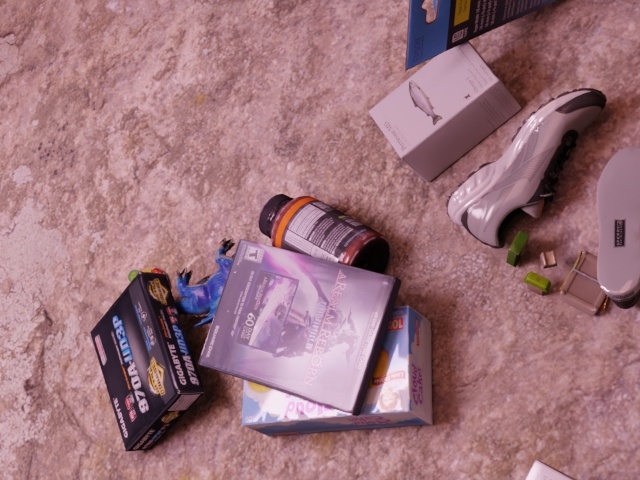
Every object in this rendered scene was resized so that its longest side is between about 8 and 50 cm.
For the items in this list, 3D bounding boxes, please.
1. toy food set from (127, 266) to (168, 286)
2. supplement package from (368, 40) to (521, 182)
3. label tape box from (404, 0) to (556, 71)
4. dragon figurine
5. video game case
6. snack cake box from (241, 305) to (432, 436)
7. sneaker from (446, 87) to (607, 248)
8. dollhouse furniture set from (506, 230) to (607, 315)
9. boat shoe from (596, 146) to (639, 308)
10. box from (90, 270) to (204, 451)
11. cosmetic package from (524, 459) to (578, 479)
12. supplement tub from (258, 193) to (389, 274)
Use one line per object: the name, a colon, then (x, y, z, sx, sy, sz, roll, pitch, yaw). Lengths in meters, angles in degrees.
toy food set: (-0.283, 0.082, 2.051, 0.082, 0.020, 0.083, -8, 68, 26)
supplement package: (0.182, -0.191, 1.855, 0.179, 0.105, 0.105, -39, 59, 10)
label tape box: (0.236, -0.407, 1.752, 0.333, 0.241, 0.106, -26, 59, -16)
dragon figurine: (-0.150, 0.097, 1.936, 0.289, 0.085, 0.144, -34, 59, 12)
video game case: (-0.033, 0.118, 1.791, 0.274, 0.026, 0.196, 13, 81, 34)
snack cake box: (0.023, 0.190, 1.806, 0.264, 0.089, 0.152, -9, 67, 26)
sneaker: (0.304, -0.101, 1.770, 0.271, 0.100, 0.108, -47, 65, 12)
dollhouse furniture set: (0.329, 0.045, 1.737, 0.151, 0.058, 0.076, 27, 78, 14)
boat shoe: (0.407, -0.017, 1.687, 0.077, 0.070, 0.219, 3, 68, 26)
box: (-0.269, 0.185, 1.947, 0.175, 0.051, 0.220, -47, 53, 37)
cosmetic package: (0.313, 0.375, 1.523, 0.151, 0.183, 0.151, 26, 84, 33)
supplement tub: (0.000, 0.000, 1.881, 0.198, 0.106, 0.106, 30, 87, 34)
